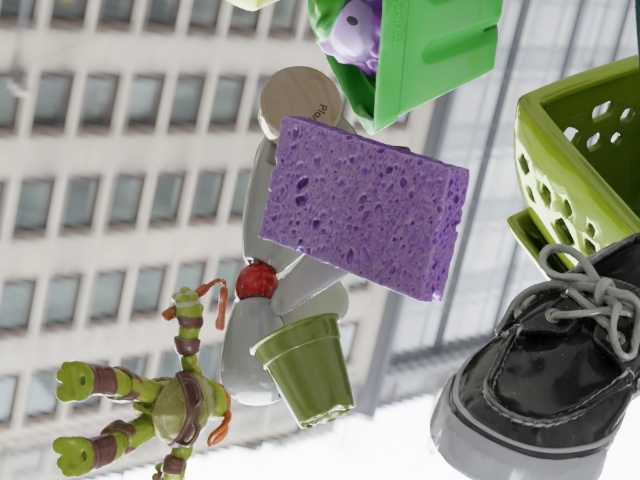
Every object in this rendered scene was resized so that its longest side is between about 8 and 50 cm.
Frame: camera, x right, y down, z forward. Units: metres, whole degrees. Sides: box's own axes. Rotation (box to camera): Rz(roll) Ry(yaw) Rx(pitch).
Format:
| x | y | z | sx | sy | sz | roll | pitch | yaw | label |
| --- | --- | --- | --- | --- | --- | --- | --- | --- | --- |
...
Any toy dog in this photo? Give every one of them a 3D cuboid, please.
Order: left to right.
| x | y | z | sx | sy | sz | roll | pitch | yaw | label |
| --- | --- | --- | --- | --- | --- | --- | --- | --- | --- |
| 0.000 | 0.000 | 1.614 | 0.161 | 0.334 | 0.220 | 8 | 178 | -1 | toy dog |

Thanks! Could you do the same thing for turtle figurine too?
| x | y | z | sx | sy | sz | roll | pitch | yaw | label |
| --- | --- | --- | --- | --- | --- | --- | --- | --- | --- |
| -0.157 | 0.175 | 1.582 | 0.087 | 0.270 | 0.217 | 21 | -164 | 38 | turtle figurine |

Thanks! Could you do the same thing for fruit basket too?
| x | y | z | sx | sy | sz | roll | pitch | yaw | label |
| --- | --- | --- | --- | --- | --- | --- | --- | --- | --- |
| 0.002 | -0.324 | 1.768 | 0.392 | 0.392 | 0.283 | 4 | -140 | -28 | fruit basket |

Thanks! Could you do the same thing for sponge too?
| x | y | z | sx | sy | sz | roll | pitch | yaw | label |
| --- | --- | --- | --- | --- | --- | --- | --- | --- | --- |
| 0.035 | -0.031 | 1.424 | 0.031 | 0.117 | 0.210 | 4 | -167 | -45 | sponge |

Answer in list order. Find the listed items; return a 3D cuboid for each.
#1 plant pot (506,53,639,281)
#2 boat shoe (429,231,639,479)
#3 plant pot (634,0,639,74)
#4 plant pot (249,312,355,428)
| x | y | z | sx | sy | sz | roll | pitch | yaw | label |
| --- | --- | --- | --- | --- | --- | --- | --- | --- | --- |
| 0.329 | -0.032 | 1.631 | 0.227 | 0.207 | 0.228 | -18 | -129 | -23 | plant pot |
| 0.169 | 0.065 | 1.029 | 0.113 | 0.105 | 0.306 | 29 | -153 | 25 | boat shoe |
| 0.383 | -0.217 | 1.382 | 0.196 | 0.293 | 0.293 | -3 | -165 | 4 | plant pot |
| -0.007 | 0.114 | 1.381 | 0.083 | 0.083 | 0.079 | -5 | -113 | -48 | plant pot |
